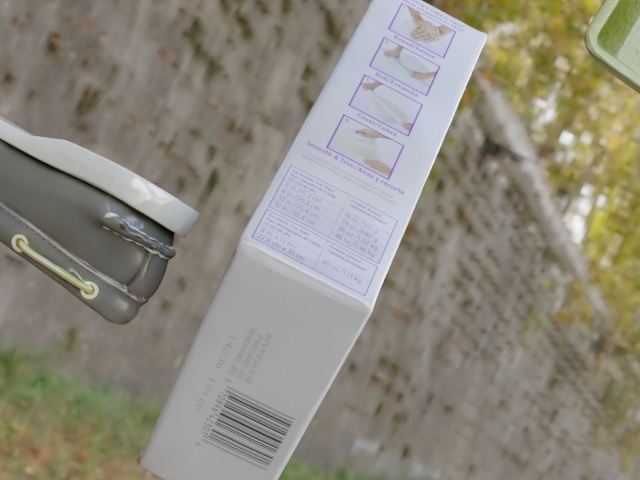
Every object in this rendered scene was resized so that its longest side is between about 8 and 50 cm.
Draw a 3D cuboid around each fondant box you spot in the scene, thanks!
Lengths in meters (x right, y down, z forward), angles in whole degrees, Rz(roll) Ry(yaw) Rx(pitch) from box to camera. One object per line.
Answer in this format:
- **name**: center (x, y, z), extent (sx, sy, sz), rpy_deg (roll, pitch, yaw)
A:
- **fondant box**: center (0.000, 0.000, 1.086), extent (0.096, 0.330, 0.238), rpy_deg (26, -48, -1)

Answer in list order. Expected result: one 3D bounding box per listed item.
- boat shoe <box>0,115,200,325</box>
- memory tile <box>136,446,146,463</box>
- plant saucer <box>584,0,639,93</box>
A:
- **boat shoe**: center (-0.225, -0.041, 1.004), extent (0.305, 0.091, 0.109), rpy_deg (24, -4, 24)
- **memory tile**: center (-0.122, 0.181, 1.483), extent (0.012, 0.113, 0.148), rpy_deg (50, -24, -12)
- **plant saucer**: center (0.254, -0.116, 0.857), extent (0.188, 0.188, 0.045), rpy_deg (35, -24, -3)
